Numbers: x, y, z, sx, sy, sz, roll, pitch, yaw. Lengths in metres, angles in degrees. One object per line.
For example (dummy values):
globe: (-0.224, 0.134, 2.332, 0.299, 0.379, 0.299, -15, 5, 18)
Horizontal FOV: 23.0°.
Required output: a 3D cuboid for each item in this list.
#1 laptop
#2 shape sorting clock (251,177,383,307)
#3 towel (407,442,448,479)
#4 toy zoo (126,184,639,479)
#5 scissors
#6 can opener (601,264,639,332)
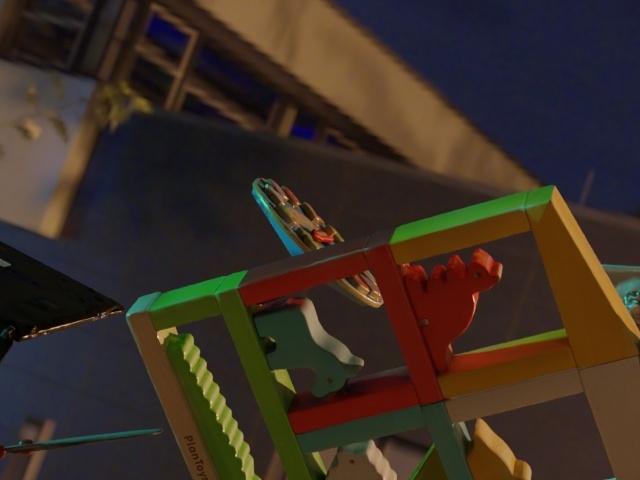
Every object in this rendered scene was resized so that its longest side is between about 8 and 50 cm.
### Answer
laptop: (-0.354, 0.087, 1.409, 0.234, 0.136, 0.264, 26, 17, 21)
shape sorting clock: (0.000, 0.000, 1.825, 0.206, 0.040, 0.206, 45, 12, -12)
towel: (0.190, 0.305, 1.606, 0.237, 0.102, 0.021, 38, -23, -3)
toy zoo: (0.060, 0.085, 0.867, 0.293, 0.192, 0.030, -16, 16, 17)
scissors: (-0.312, 0.206, 1.563, 0.297, 0.021, 0.109, -7, -4, -24)
can opener: (0.351, 0.060, 1.283, 0.280, 0.074, 0.093, 3, 8, 20)
